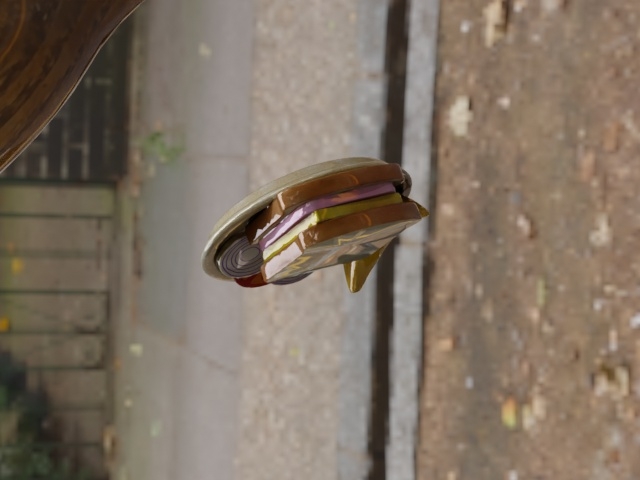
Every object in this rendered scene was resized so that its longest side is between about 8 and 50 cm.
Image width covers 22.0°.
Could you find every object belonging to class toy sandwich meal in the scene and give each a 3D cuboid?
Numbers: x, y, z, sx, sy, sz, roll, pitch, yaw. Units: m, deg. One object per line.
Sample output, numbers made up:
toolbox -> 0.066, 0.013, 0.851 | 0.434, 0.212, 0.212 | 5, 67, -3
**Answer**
toy sandwich meal -> 0.000, 0.000, 0.554 | 0.029, 0.085, 0.085 | 66, 154, 19

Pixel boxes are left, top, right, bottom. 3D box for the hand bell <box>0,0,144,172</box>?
hand bell -> -0.031, -0.073, 0.348 | 0.126, 0.242, 0.126 | 38, 156, 20
